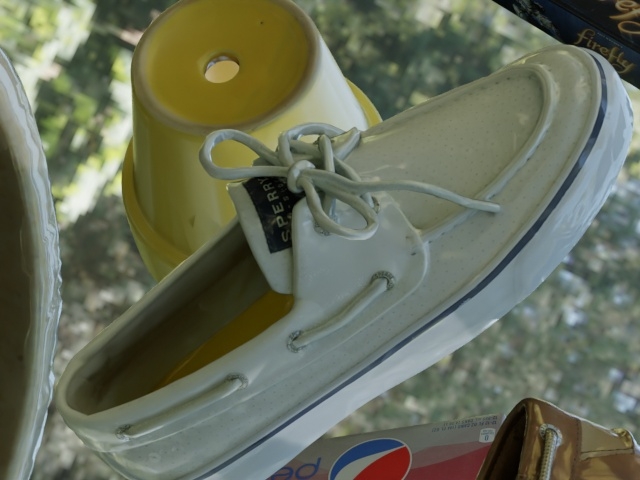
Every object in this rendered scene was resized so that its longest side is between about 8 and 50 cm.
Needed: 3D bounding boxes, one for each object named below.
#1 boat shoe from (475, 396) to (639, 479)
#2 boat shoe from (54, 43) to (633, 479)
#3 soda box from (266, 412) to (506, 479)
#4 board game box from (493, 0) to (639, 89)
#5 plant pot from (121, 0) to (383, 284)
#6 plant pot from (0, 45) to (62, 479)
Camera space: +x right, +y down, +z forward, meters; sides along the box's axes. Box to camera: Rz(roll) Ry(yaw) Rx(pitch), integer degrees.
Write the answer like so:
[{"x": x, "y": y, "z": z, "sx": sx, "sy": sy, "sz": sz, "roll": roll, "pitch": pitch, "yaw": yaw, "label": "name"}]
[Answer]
[{"x": 0.053, "y": 0.200, "z": 0.719, "sx": 0.324, "sy": 0.116, "sz": 0.123, "roll": -55, "pitch": -178, "yaw": -36, "label": "boat shoe"}, {"x": -0.004, "y": -0.004, "z": 0.968, "sx": 0.367, "sy": 0.156, "sz": 0.136, "roll": -37, "pitch": -139, "yaw": 12, "label": "boat shoe"}, {"x": 0.012, "y": 0.193, "z": 1.200, "sx": 0.263, "sy": 0.092, "sz": 0.083, "roll": -11, "pitch": -144, "yaw": 22, "label": "soda box"}, {"x": 0.224, "y": -0.223, "z": 1.367, "sx": 0.165, "sy": 0.042, "sz": 0.243, "roll": -37, "pitch": -127, "yaw": -21, "label": "board game box"}, {"x": -0.067, "y": -0.090, "z": 1.555, "sx": 0.239, "sy": 0.254, "sz": 0.254, "roll": 75, "pitch": 25, "yaw": -57, "label": "plant pot"}, {"x": -0.296, "y": 0.023, "z": 0.481, "sx": 0.305, "sy": 0.334, "sz": 0.334, "roll": 21, "pitch": -94, "yaw": 29, "label": "plant pot"}]
